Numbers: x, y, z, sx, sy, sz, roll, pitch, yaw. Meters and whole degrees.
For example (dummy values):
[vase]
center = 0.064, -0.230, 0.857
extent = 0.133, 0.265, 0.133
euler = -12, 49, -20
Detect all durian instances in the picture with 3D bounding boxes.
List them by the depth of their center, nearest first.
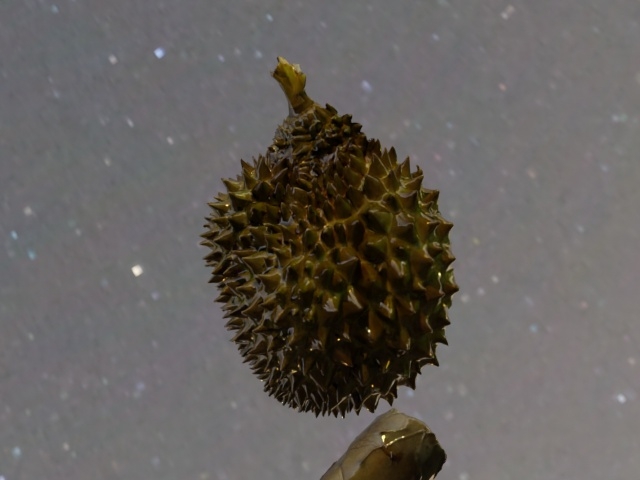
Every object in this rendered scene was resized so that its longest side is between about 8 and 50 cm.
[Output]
[durian]
center = 0.000, 0.000, 0.920
extent = 0.102, 0.146, 0.208
euler = -14, -84, -60

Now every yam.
[yam]
center = -0.026, 0.253, 1.170
extent = 0.071, 0.067, 0.317
euler = 42, -98, -17
